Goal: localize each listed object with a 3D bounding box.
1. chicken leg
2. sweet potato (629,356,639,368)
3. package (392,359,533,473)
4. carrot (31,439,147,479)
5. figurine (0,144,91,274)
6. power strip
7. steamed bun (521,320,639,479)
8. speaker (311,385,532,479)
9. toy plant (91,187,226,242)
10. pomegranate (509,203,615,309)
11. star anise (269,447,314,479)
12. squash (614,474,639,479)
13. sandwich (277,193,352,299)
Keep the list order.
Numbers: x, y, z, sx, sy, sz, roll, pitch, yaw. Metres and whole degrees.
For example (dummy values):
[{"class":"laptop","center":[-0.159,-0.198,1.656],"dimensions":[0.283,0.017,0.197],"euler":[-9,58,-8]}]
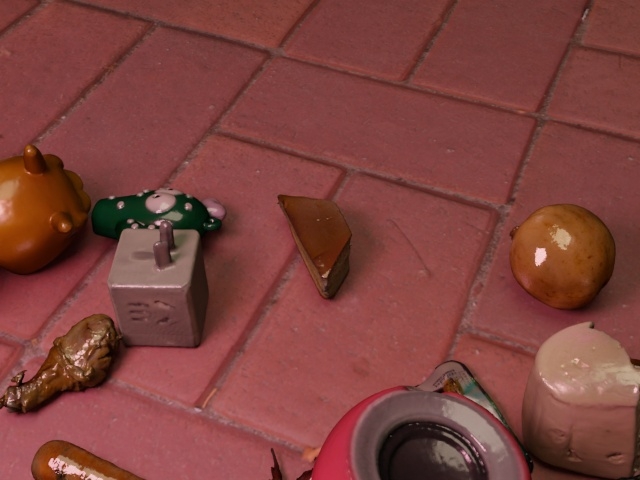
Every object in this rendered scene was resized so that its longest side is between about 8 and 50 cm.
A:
[{"class":"chicken leg","center":[-0.416,0.211,1.420],"dimensions":[0.103,0.088,0.227],"euler":[40,58,11]},{"class":"sweet potato","center":[0.545,0.228,1.414],"dimensions":[0.264,0.057,0.057],"euler":[18,48,23]},{"class":"package","center":[0.211,0.292,1.364],"dimensions":[0.166,0.040,0.232],"euler":[-17,49,-16]},{"class":"carrot","center":[-0.284,0.366,1.281],"dimensions":[0.298,0.078,0.078],"euler":[15,47,9]},{"class":"figurine","center":[-0.611,-0.012,1.517],"dimensions":[0.386,0.268,0.401],"euler":[-22,37,-1]},{"class":"power strip","center":[-0.273,0.062,1.464],"dimensions":[0.140,0.224,0.139],"euler":[2,46,3]},{"class":"steamed bun","center":[0.409,0.226,1.294],"dimensions":[0.199,0.226,0.170],"euler":[12,47,14]},{"class":"speaker","center":[0.141,0.341,1.157],"dimensions":[0.294,0.294,0.294],"euler":[0,46,0]},{"class":"toy plant","center":[-0.301,-0.040,1.637],"dimensions":[0.243,0.113,0.232],"euler":[16,30,30]},{"class":"pomegranate","center":[0.418,0.023,1.539],"dimensions":[0.196,0.196,0.196],"euler":[0,46,0]},{"class":"star anise","center":[-0.050,0.389,1.270],"dimensions":[0.158,0.144,0.141],"euler":[-5,90,5]},{"class":"squash","center":[0.448,0.427,1.139],"dimensions":[0.252,0.165,0.252],"euler":[0,43,0]},{"class":"sandwich","center":[0.000,0.000,1.613],"dimensions":[0.096,0.094,0.258],"euler":[-15,46,-11]}]
